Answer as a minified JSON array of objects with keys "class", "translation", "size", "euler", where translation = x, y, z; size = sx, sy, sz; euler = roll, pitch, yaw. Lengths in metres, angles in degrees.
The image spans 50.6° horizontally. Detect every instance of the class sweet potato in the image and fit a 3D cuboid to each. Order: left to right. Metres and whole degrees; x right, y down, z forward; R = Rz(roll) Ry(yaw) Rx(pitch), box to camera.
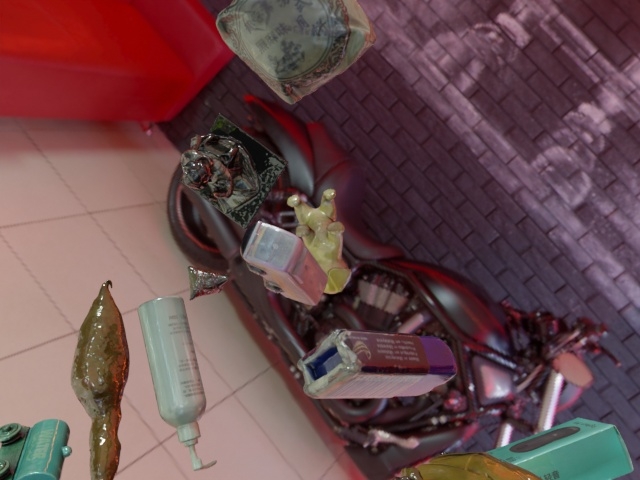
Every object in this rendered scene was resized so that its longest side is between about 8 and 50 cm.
[{"class":"sweet potato","translation":[-0.284,0.188,0.873],"size":[0.074,0.074,0.270],"euler":[18,59,-49]}]

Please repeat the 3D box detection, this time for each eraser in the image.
[{"class":"eraser","translation":[0.124,0.253,1.378],"size":[0.332,0.155,0.102],"euler":[9,53,-38]}]

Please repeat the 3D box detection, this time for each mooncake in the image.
[{"class":"mooncake","translation":[-0.047,-0.413,1.314],"size":[0.250,0.254,0.136],"euler":[48,23,-13]}]

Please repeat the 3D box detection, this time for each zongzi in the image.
[{"class":"zongzi","translation":[-0.206,0.078,1.298],"size":[0.083,0.073,0.067],"euler":[9,64,-38]}]

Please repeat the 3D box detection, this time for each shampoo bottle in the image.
[{"class":"shampoo bottle","translation":[-0.161,0.162,0.765],"size":[0.056,0.056,0.195],"euler":[10,60,-56]}]

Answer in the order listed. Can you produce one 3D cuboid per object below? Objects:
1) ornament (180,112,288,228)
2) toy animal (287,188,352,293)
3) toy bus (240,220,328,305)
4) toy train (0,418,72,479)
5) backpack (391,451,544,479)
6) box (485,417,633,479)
[{"class":"ornament","translation":[-0.183,-0.103,1.122],"size":[0.166,0.153,0.196],"euler":[36,20,3]},{"class":"toy animal","translation":[-0.001,0.000,1.514],"size":[0.169,0.121,0.233],"euler":[73,5,-57]},{"class":"toy bus","translation":[-0.041,0.032,0.838],"size":[0.072,0.058,0.172],"euler":[18,-15,18]},{"class":"toy train","translation":[-0.574,0.434,1.339],"size":[0.159,0.101,0.248],"euler":[-9,17,-13]},{"class":"backpack","translation":[0.292,0.540,1.198],"size":[0.201,0.378,0.354],"euler":[-17,83,-41]},{"class":"box","translation":[0.547,0.535,1.622],"size":[0.205,0.311,0.118],"euler":[103,-32,-79]}]
